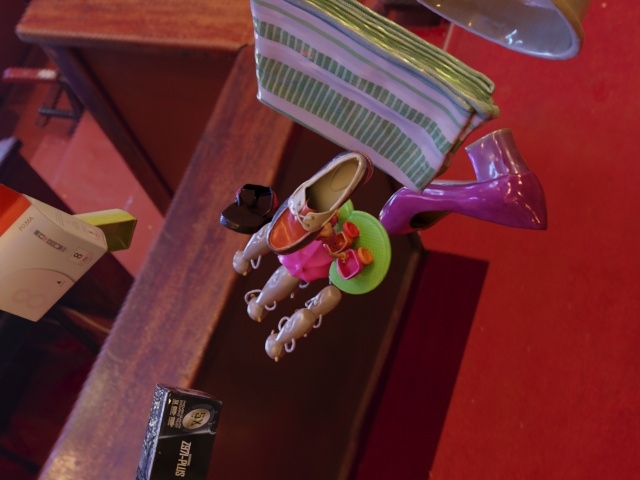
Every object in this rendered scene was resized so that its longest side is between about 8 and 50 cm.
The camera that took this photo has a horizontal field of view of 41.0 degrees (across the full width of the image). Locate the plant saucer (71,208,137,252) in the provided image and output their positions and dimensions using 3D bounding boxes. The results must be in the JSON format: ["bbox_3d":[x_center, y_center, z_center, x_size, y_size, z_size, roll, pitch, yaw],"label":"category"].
[{"bbox_3d":[-0.515,-0.017,1.911,0.188,0.188,0.045,-11,73,-22],"label":"plant saucer"}]

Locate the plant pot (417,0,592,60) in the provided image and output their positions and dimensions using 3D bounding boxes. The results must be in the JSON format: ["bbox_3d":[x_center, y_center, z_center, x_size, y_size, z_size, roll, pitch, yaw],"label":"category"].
[{"bbox_3d":[0.220,-0.420,0.950,0.334,0.334,0.305,33,94,31],"label":"plant pot"}]

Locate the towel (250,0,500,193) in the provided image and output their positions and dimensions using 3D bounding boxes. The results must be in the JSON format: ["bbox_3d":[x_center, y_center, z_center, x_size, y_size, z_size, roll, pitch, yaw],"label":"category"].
[{"bbox_3d":[0.035,-0.145,0.848,0.248,0.325,0.038,31,81,2],"label":"towel"}]

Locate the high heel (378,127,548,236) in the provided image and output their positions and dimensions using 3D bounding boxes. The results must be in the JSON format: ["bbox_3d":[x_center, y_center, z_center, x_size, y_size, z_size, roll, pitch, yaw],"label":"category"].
[{"bbox_3d":[0.236,-0.035,1.512,0.127,0.377,0.181,-11,75,-32],"label":"high heel"}]

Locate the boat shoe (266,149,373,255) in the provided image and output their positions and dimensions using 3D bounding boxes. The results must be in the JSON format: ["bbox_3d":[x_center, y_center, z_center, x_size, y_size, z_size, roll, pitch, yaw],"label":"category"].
[{"bbox_3d":[-0.004,-0.036,0.837,0.137,0.043,0.049,-42,86,12],"label":"boat shoe"}]

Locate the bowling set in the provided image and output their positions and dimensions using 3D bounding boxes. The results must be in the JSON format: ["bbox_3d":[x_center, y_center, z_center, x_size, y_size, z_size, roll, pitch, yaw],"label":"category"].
[{"bbox_3d":[-0.038,0.110,1.654,0.154,0.200,0.287,-45,44,33],"label":"bowling set"}]

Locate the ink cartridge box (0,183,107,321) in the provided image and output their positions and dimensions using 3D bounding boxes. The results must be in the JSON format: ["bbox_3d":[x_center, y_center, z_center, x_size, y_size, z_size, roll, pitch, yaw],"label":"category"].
[{"bbox_3d":[-0.478,0.018,1.314,0.189,0.232,0.066,-42,51,17],"label":"ink cartridge box"}]

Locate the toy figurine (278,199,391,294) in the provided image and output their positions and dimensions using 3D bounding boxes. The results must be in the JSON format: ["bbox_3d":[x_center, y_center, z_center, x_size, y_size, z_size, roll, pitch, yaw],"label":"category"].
[{"bbox_3d":[0.000,0.000,1.274,0.130,0.159,0.173,-37,68,31],"label":"toy figurine"}]

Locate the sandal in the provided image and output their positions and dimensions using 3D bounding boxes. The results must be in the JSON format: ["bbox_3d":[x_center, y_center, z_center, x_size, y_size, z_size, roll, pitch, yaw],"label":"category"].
[{"bbox_3d":[-0.084,-0.049,1.114,0.067,0.179,0.040,18,105,2],"label":"sandal"}]

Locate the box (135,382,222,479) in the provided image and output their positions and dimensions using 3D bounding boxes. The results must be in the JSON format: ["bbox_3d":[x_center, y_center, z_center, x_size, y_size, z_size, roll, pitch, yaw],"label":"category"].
[{"bbox_3d":[-0.200,0.282,1.192,0.078,0.180,0.147,14,80,-14],"label":"box"}]
